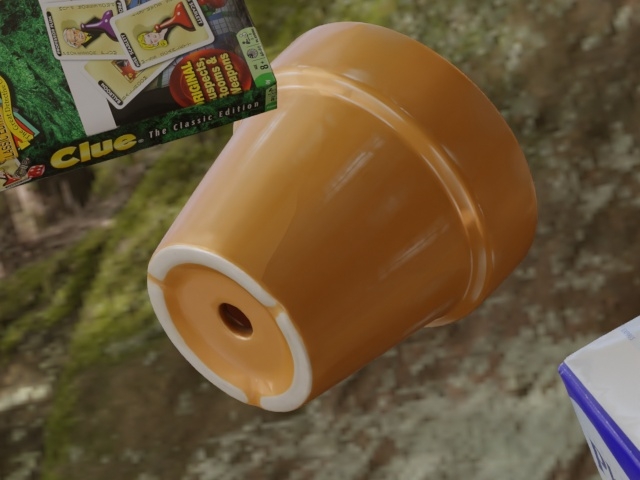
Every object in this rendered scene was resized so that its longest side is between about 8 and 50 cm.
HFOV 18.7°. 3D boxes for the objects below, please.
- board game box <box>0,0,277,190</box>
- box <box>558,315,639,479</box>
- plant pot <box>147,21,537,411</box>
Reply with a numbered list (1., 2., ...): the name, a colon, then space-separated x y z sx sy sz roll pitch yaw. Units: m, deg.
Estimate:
1. board game box: -0.125 -0.154 0.874 0.136 0.030 0.260 -19 -112 -8
2. box: 0.166 0.111 0.776 0.072 0.126 0.137 -26 -63 -4
3. plant pot: 0.000 0.000 1.204 0.188 0.205 0.205 -45 -67 -34
